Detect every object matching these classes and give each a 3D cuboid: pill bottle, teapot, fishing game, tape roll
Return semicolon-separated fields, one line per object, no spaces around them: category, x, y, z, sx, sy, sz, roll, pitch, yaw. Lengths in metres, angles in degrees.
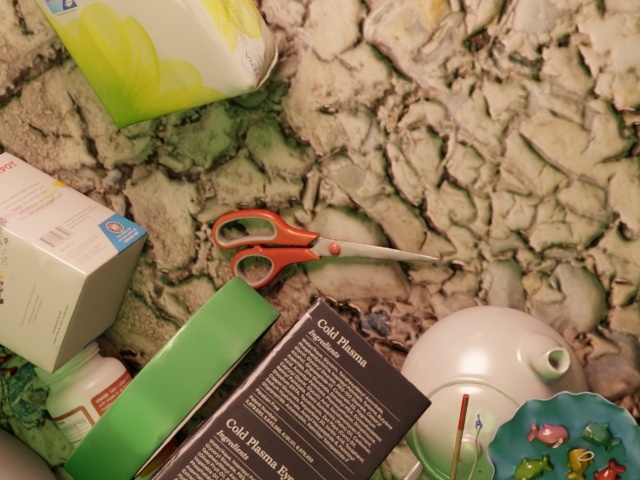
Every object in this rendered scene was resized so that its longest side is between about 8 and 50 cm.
pill bottle;-0.300;0.241;1.803;0.121;0.121;0.216;-27;98;28
teapot;0.192;0.215;1.560;0.253;0.187;0.256;0;111;22
fishing game;0.275;0.255;1.448;0.264;0.041;0.189;8;113;2
tape roll;-0.182;0.186;1.618;0.077;0.321;0.321;42;119;3

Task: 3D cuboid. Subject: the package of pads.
package of pads;-0.208;-0.287;1.515;0.229;0.101;0.296;-10;126;32

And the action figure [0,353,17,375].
action figure;-0.501;0.196;1.918;0.115;0.030;0.038;-17;108;28

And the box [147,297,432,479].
box;-0.071;0.268;1.533;0.179;0.312;0.343;42;161;1

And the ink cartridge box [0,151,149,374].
ink cartridge box;-0.386;0.026;1.721;0.233;0.171;0.168;29;118;9

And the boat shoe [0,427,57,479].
boat shoe;-0.500;0.337;1.938;0.267;0.096;0.088;36;123;6

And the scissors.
scissors;0.000;0.000;1.643;0.297;0.021;0.109;-8;106;26
